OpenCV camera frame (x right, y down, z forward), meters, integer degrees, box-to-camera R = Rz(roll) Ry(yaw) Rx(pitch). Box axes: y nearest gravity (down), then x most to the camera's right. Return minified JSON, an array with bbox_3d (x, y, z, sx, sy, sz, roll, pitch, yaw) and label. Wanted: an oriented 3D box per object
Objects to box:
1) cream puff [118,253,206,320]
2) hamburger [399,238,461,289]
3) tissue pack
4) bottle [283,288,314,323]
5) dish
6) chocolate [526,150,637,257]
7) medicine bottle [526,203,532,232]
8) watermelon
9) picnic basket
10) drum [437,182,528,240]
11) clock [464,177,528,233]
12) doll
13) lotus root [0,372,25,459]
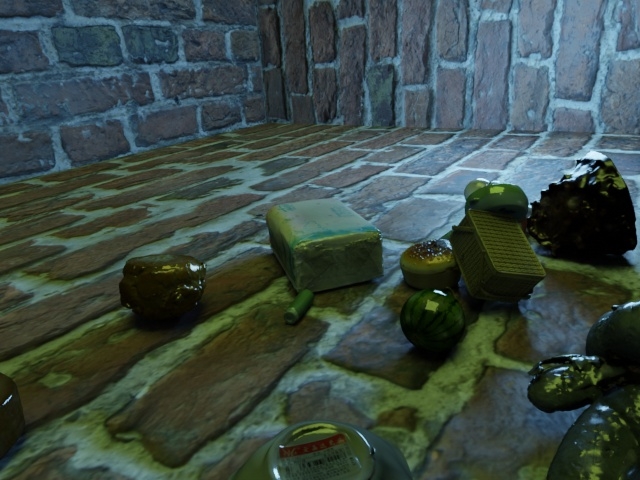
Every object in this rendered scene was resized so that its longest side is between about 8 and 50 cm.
[{"bbox_3d":[-0.288,0.086,0.878,0.150,0.115,0.165,-12,12,-38],"label":"cream puff"},{"bbox_3d":[0.228,0.042,0.951,0.141,0.082,0.127,1,23,13],"label":"hamburger"},{"bbox_3d":[0.002,0.000,1.047,0.201,0.125,0.271,-6,20,-16],"label":"tissue pack"},{"bbox_3d":[-0.039,0.119,0.867,0.030,0.031,0.083,5,23,21],"label":"bottle"},{"bbox_3d":[0.001,0.243,0.478,0.229,0.081,0.229,-4,21,1],"label":"dish"},{"bbox_3d":[0.532,-0.057,1.019,0.176,0.206,0.224,-19,59,13],"label":"chocolate"},{"bbox_3d":[0.591,-0.062,1.178,0.182,0.070,0.119,-8,17,-15],"label":"medicine bottle"},{"bbox_3d":[0.176,0.122,0.741,0.108,0.109,0.109,-3,21,1],"label":"watermelon"},{"bbox_3d":[0.315,0.027,0.867,0.115,0.080,0.164,7,46,-19],"label":"picnic basket"},{"bbox_3d":[0.299,-0.038,0.976,0.129,0.049,0.253,16,-32,-34],"label":"drum"},{"bbox_3d":[0.378,-0.050,1.057,0.092,0.162,0.166,-14,23,-19],"label":"clock"},{"bbox_3d":[0.367,0.159,0.528,0.340,0.158,0.245,-25,17,-38],"label":"doll"},{"bbox_3d":[-0.553,0.244,0.542,0.374,0.111,0.390,-7,20,-22],"label":"lotus root"}]
